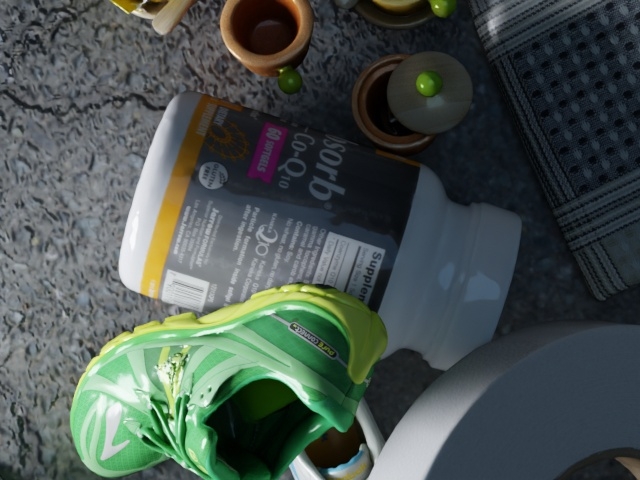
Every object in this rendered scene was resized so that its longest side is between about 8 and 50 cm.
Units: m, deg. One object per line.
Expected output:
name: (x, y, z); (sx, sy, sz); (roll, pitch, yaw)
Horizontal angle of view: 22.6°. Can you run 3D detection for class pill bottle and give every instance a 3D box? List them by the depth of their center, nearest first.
pill bottle: (0.000, 0.000, 1.213); (0.278, 0.162, 0.162); (17, 84, -2)

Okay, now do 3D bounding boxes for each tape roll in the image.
tape roll: (0.199, 0.250, 1.170); (0.392, 0.072, 0.392); (-1, 91, -29)

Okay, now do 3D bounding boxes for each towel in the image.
towel: (0.281, -0.139, 1.208); (0.324, 0.056, 0.312); (-24, 86, 34)

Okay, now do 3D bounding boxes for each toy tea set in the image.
toy tea set: (-0.012, -0.209, 1.229); (0.336, 0.124, 0.200); (34, 82, 10)

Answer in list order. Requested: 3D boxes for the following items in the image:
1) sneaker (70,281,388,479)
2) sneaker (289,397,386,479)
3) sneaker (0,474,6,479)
sneaker: (-0.084, 0.120, 1.155); (0.109, 0.295, 0.123); (40, 44, -29)
sneaker: (0.025, 0.198, 1.230); (0.087, 0.092, 0.228); (-29, 92, -7)
sneaker: (-0.249, 0.246, 1.234); (0.089, 0.051, 0.170); (-4, 80, -4)
